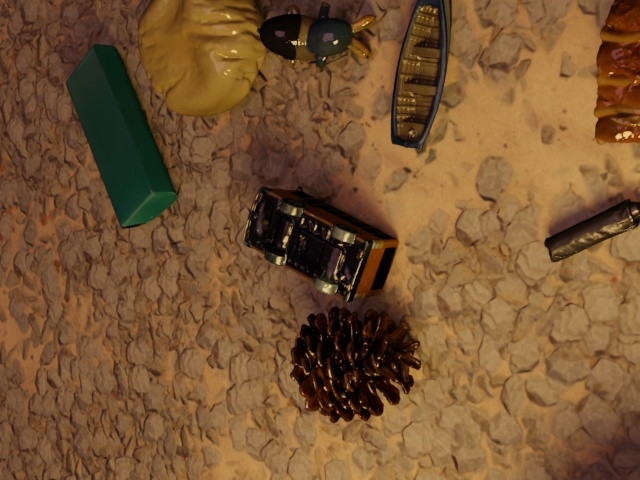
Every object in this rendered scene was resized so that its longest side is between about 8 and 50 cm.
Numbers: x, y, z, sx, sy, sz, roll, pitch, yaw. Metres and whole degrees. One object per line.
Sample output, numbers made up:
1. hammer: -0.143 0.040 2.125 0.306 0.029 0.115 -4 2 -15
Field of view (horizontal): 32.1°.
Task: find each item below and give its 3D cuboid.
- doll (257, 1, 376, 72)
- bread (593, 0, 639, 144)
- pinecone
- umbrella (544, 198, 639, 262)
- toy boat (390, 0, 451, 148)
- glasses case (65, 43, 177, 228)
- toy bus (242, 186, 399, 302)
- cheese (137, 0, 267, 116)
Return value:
1. doll: -0.008 -0.294 1.605 0.179 0.089 0.102 9 96 16
2. bread: 0.442 -0.188 1.207 0.275 0.114 0.184 8 94 41
3. pinecone: 0.057 0.164 1.498 0.165 0.163 0.163 -12 81 26
4. umbrella: 0.332 -0.011 1.348 0.133 0.031 0.036 -30 93 35
5. toy boat: 0.142 -0.237 1.497 0.080 0.046 0.228 14 98 40
6. glasses case: -0.337 -0.178 1.885 0.117 0.070 0.301 -39 67 39
7. toy bus: 0.000 0.000 1.568 0.201 0.114 0.098 28 108 31
8. cheese: -0.183 -0.300 1.731 0.226 0.117 0.214 -36 71 39
